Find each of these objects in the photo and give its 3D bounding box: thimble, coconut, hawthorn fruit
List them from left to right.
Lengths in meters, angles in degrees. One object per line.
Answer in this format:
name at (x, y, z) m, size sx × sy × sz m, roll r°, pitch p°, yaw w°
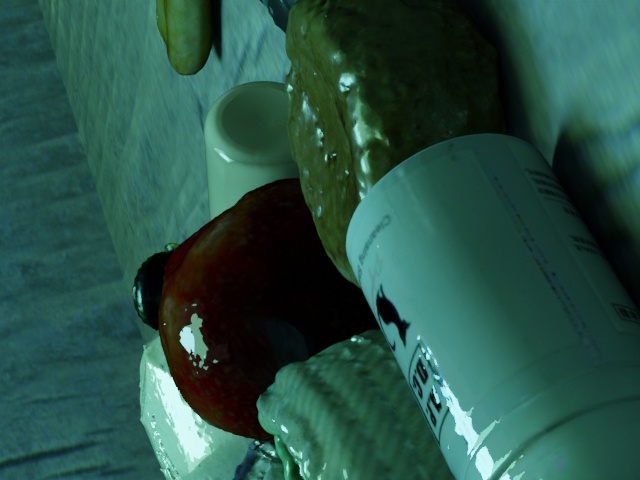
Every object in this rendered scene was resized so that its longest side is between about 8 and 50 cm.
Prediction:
coconut at (-0.059, 0.140, 1.762) m, size 0.245 × 0.245 × 0.247 m, roll 106°, pitch 140°, yaw -68°
hawthorn fruit at (-0.038, 0.069, 1.543) m, size 0.266 × 0.230 × 0.210 m, roll -27°, pitch 89°, yaw 59°
thimble at (0.056, 0.174, 1.319) m, size 0.219 × 0.150 × 0.219 m, roll 158°, pitch 90°, yaw -76°

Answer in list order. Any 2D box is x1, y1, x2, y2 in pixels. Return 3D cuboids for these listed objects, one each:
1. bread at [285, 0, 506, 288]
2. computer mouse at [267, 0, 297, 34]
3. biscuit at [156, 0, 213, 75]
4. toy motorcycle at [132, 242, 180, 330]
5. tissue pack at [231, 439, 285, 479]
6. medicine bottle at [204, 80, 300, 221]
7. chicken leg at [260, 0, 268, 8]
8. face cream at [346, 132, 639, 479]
bread at (0.054, -0.080, 1.281) m, size 0.230 × 0.123 × 0.230 m, roll 170°, pitch 90°, yaw -78°
computer mouse at (-0.010, -0.215, 1.501) m, size 0.217 × 0.073 × 0.122 m, roll 119°, pitch 133°, yaw -75°
biscuit at (-0.175, -0.352, 2.075) m, size 0.290 × 0.062 × 0.236 m, roll 93°, pitch 158°, yaw -55°
toy motorcycle at (-0.110, 0.133, 2.173) m, size 0.142 × 0.206 × 0.342 m, roll 5°, pitch 125°, yaw 43°
tissue pack at (0.030, 0.319, 1.620) m, size 0.343 × 0.242 × 0.125 m, roll 95°, pitch -164°, yaw -57°
medicine bottle at (-0.055, -0.039, 1.825) m, size 0.252 × 0.114 × 0.114 m, roll 90°, pitch 160°, yaw -53°
chicken leg at (-0.051, -0.303, 1.634) m, size 0.253 × 0.051 × 0.106 m, roll 92°, pitch 153°, yaw -63°
face cream at (0.143, 0.111, 1.069) m, size 0.145 × 0.145 × 0.369 m, roll 88°, pitch 162°, yaw -48°
